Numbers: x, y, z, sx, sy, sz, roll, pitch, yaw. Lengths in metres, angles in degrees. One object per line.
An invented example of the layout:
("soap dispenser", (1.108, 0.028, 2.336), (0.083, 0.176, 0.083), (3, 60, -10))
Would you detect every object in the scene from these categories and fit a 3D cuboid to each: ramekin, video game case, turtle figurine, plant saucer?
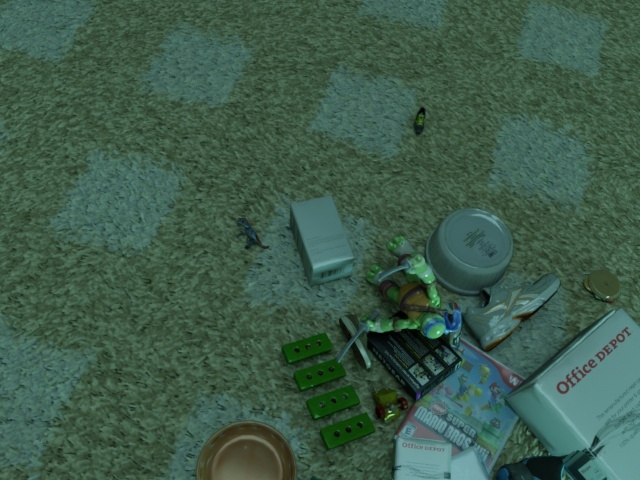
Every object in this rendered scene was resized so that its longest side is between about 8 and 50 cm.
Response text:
("ramekin", (0.363, 0.018, 1.505), (0.207, 0.109, 0.207), (2, 61, -4))
("video game case", (0.314, 0.372, 1.355), (0.204, 0.025, 0.285), (33, 63, 13))
("turtle figurine", (0.150, 0.098, 1.342), (0.274, 0.198, 0.266), (-4, 28, -7))
("plant saucer", (-0.148, 0.463, 1.251), (0.200, 0.037, 0.200), (4, 55, -6))

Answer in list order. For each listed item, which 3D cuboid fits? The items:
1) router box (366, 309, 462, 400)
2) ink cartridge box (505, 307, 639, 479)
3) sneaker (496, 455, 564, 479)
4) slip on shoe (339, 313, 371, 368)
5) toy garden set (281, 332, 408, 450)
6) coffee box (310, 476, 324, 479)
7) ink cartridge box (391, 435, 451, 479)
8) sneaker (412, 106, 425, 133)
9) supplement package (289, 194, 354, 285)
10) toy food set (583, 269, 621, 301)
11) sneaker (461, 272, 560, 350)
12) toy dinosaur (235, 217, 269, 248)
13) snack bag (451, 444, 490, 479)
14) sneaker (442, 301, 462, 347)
("router box", (0.203, 0.245, 1.387), (0.133, 0.046, 0.179), (-31, 57, -19))
("ink cartridge box", (0.629, 0.383, 1.282), (0.285, 0.166, 0.395), (-33, 73, -20))
("sneaker", (0.475, 0.582, 1.198), (0.139, 0.125, 0.341), (-13, 65, -16))
("slip on shoe", (0.085, 0.218, 1.371), (0.041, 0.051, 0.135), (-15, 47, -17))
("toy garden set", (0.053, 0.312, 1.351), (0.203, 0.049, 0.244), (-14, 55, -23))
("coffee box", (0.043, 0.527, 1.181), (0.184, 0.040, 0.113), (0, 58, 37))
("ink cartridge box", (0.194, 0.467, 1.214), (0.109, 0.063, 0.150), (6, 61, 3))
("sneaker", (0.274, -0.335, 1.732), (0.031, 0.035, 0.083), (9, 61, 1))
("supplement package", (0.000, 0.000, 1.486), (0.105, 0.105, 0.179), (-14, 64, -11))
("toy food set", (0.695, 0.110, 1.532), (0.083, 0.020, 0.082), (-34, 69, -21))
("sneaker", (0.442, 0.135, 1.452), (0.262, 0.099, 0.121), (-33, 70, -21))
("toy dinosaur", (-0.176, -0.019, 1.532), (0.090, 0.047, 0.082), (20, 45, -32))
("snack bag", (0.229, 0.608, 1.192), (0.342, 0.037, 0.323), (-21, 64, -8))
("sneaker", (0.273, 0.187, 1.405), (0.075, 0.057, 0.161), (6, 24, 4))
